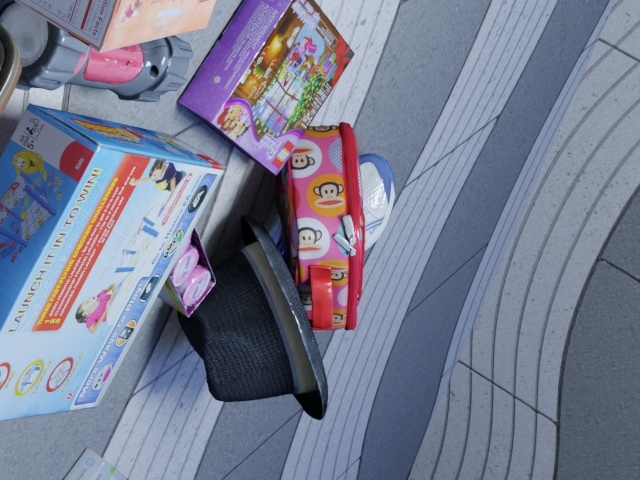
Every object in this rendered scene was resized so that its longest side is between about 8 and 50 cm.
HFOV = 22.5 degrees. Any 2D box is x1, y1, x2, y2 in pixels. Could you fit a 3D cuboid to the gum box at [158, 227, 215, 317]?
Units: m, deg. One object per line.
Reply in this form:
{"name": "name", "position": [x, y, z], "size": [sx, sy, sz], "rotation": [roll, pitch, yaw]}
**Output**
{"name": "gum box", "position": [-0.199, 0.010, 1.963], "size": [0.062, 0.107, 0.188], "rotation": [-52, 162, -17]}

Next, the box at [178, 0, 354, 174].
{"name": "box", "position": [-0.061, -0.209, 2.046], "size": [0.201, 0.057, 0.293], "rotation": [-57, 163, -1]}

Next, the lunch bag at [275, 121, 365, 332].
{"name": "lunch bag", "position": [0.000, 0.000, 2.272], "size": [0.293, 0.120, 0.258], "rotation": [92, -5, -59]}

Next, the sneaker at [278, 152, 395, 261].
{"name": "sneaker", "position": [0.014, -0.010, 2.504], "size": [0.296, 0.112, 0.131], "rotation": [-58, 162, -2]}

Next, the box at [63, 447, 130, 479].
{"name": "box", "position": [-0.344, 0.388, 2.334], "size": [0.145, 0.038, 0.186], "rotation": [-54, 161, -13]}

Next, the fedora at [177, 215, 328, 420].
{"name": "fedora", "position": [-0.108, 0.132, 2.262], "size": [0.152, 0.334, 0.334], "rotation": [-22, 154, -9]}

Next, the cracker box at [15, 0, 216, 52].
{"name": "cracker box", "position": [-0.211, -0.241, 1.292], "size": [0.156, 0.232, 0.067], "rotation": [-27, 146, -59]}

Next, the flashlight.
{"name": "flashlight", "position": [-0.220, -0.189, 1.580], "size": [0.103, 0.103, 0.304], "rotation": [-64, 160, 11]}

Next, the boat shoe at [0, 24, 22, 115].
{"name": "boat shoe", "position": [-0.369, -0.065, 1.404], "size": [0.307, 0.111, 0.104], "rotation": [-48, 166, 0]}

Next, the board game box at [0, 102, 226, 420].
{"name": "board game box", "position": [-0.255, 0.029, 1.615], "size": [0.308, 0.086, 0.302], "rotation": [-61, 162, 8]}
